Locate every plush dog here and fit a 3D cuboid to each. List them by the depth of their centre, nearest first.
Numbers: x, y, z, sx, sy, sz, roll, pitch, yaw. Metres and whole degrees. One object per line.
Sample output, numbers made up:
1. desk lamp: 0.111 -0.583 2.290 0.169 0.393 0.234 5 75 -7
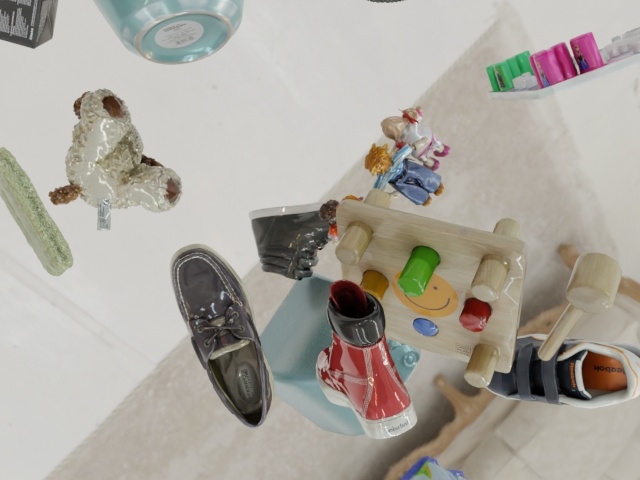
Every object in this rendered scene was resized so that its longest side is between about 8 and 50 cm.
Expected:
1. plush dog: -0.403 -0.160 1.557 0.210 0.225 0.262 -29 116 10

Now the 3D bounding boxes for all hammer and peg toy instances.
1. hammer and peg toy: 0.196 0.085 1.098 0.266 0.361 0.127 84 28 -45

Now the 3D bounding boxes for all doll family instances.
1. doll family: 0.109 -0.080 1.278 0.163 0.118 0.263 24 106 -42

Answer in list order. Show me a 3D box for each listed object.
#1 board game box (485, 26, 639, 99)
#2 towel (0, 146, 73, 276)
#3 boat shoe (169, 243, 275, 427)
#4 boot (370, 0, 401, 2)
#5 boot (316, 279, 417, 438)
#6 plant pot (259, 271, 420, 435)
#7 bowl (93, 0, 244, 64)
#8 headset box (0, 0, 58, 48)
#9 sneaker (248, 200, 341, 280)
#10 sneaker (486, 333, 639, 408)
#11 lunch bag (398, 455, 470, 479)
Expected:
1. board game box: 0.410 -0.265 0.994 0.390 0.390 0.050 -20 98 7
2. towel: -0.323 -0.029 0.912 0.027 0.110 0.148 -32 96 -24
3. boat shoe: -0.135 0.141 1.179 0.103 0.092 0.285 -20 106 -7
4. boot: 0.163 -0.517 1.445 0.083 0.246 0.161 48 42 -68
5. boot: 0.037 0.122 1.018 0.088 0.244 0.176 -20 101 -13
6. plant pot: 0.044 0.227 1.558 0.248 0.252 0.247 39 75 -20
7. bowl: -0.264 -0.435 1.488 0.311 0.163 0.311 -16 166 -4
8. headset box: -0.587 -0.469 1.353 0.293 0.110 0.218 14 112 -6
9. sneaker: 0.000 0.000 1.567 0.104 0.295 0.147 -1 85 -62
10. sneaker: 0.425 0.233 1.466 0.127 0.321 0.126 -4 86 -59
11. lunch bag: 0.085 0.269 0.635 0.151 0.129 0.096 -49 136 6
